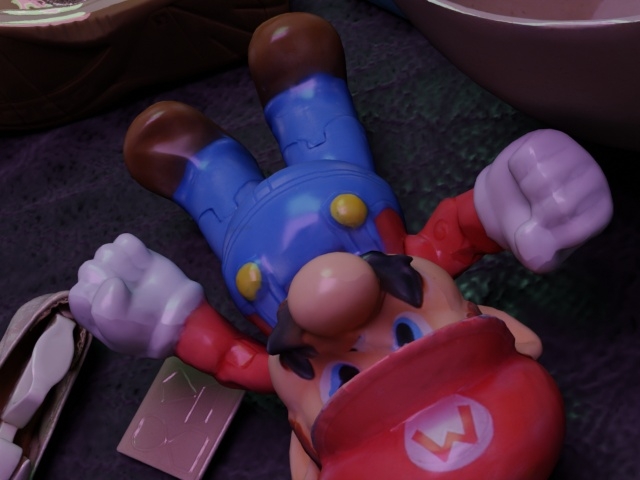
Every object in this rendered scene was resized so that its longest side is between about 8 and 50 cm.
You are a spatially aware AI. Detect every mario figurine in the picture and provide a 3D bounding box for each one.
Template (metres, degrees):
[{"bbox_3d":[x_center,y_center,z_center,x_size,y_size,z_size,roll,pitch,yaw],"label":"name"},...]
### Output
[{"bbox_3d":[0.000,0.000,0.637,0.198,0.170,0.320,-65,35,26],"label":"mario figurine"}]

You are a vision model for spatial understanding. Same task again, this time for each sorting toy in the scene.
[{"bbox_3d":[-0.063,0.081,0.722,0.062,0.012,0.083,15,68,38],"label":"sorting toy"}]

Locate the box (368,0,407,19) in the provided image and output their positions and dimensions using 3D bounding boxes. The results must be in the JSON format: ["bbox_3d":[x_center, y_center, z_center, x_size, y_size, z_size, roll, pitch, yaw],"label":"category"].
[{"bbox_3d":[0.114,-0.233,0.823,0.100,0.060,0.244,33,75,38],"label":"box"}]

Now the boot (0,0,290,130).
[{"bbox_3d":[-0.150,-0.186,0.894,0.262,0.095,0.203,-15,53,14],"label":"boot"}]

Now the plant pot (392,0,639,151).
[{"bbox_3d":[0.169,-0.148,0.654,0.284,0.191,0.284,-13,53,17],"label":"plant pot"}]

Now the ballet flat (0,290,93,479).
[{"bbox_3d":[-0.164,0.096,0.724,0.052,0.057,0.168,-28,38,55],"label":"ballet flat"}]
